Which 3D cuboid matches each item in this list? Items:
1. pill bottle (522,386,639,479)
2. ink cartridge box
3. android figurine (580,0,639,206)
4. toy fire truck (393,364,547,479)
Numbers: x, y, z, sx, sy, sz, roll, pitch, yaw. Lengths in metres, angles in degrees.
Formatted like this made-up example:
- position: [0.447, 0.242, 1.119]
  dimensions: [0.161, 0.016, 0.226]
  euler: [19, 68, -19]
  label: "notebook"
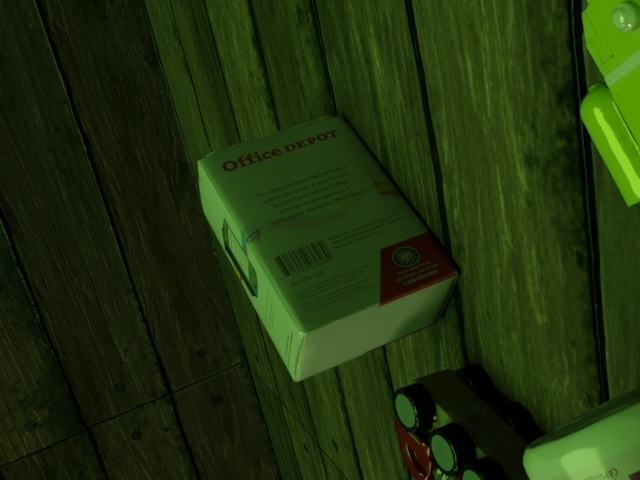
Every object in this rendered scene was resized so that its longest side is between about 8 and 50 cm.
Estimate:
- position: [0.298, 0.266, 0.584]
  dimensions: [0.301, 0.169, 0.169]
  euler: [63, 160, 16]
  label: "pill bottle"
- position: [0.000, 0.000, 1.017]
  dimensions: [0.306, 0.226, 0.131]
  euler: [57, 156, 32]
  label: "ink cartridge box"
- position: [0.256, -0.109, 0.481]
  dimensions: [0.272, 0.056, 0.248]
  euler: [65, 161, 6]
  label: "android figurine"
- position: [0.200, 0.308, 0.964]
  dimensions: [0.217, 0.159, 0.246]
  euler: [43, 138, 50]
  label: "toy fire truck"
